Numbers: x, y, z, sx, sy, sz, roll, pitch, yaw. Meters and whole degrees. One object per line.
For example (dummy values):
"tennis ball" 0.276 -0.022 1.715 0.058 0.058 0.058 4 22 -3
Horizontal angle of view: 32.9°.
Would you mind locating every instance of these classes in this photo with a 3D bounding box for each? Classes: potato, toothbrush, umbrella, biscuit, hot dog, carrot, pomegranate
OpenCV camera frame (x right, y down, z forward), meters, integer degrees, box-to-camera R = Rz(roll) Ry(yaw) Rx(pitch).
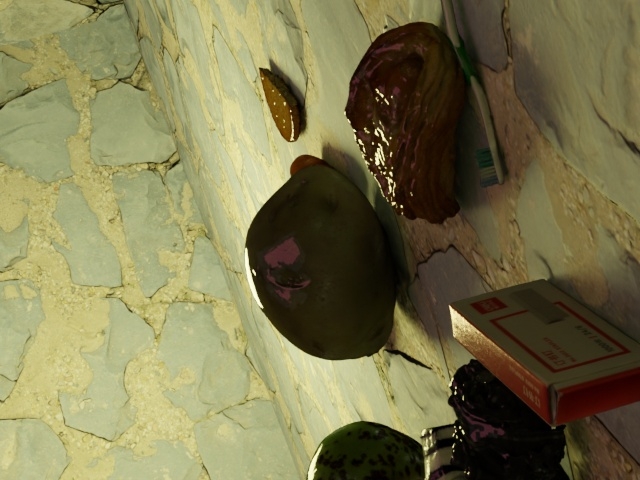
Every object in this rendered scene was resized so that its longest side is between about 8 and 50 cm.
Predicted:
"potato" 0.000 0.047 1.747 0.243 0.221 0.326 13 135 23
"toothbrush" 0.159 -0.207 1.198 0.030 0.030 0.304 -163 58 -75
"umbrella" 0.240 0.298 1.314 0.154 0.128 0.337 15 130 48
"biscuit" -0.073 -0.255 2.096 0.206 0.025 0.126 -124 20 -54
"hot dog" 0.104 -0.136 1.317 0.259 0.114 0.175 84 163 -45
"carrot" -0.006 -0.102 1.906 0.193 0.087 0.087 -125 20 -59
"pomegranate" 0.101 0.437 1.894 0.270 0.254 0.254 -4 105 54

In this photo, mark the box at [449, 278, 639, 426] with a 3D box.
"box" 0.233 0.109 1.102 0.229 0.123 0.050 -135 34 -64

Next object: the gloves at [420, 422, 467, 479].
"gloves" 0.215 0.368 1.542 0.140 0.131 0.219 122 138 -77
